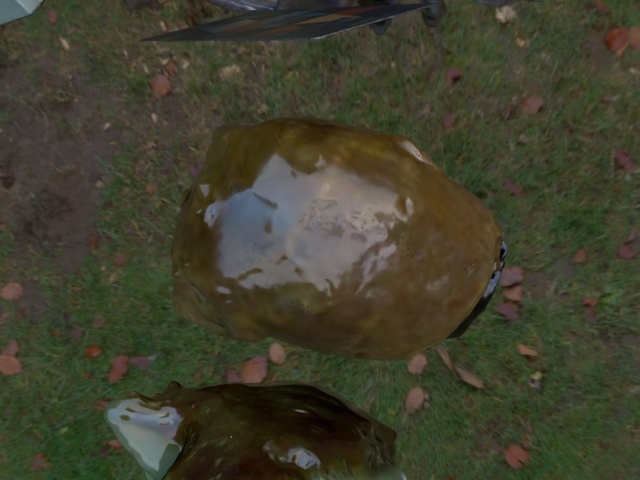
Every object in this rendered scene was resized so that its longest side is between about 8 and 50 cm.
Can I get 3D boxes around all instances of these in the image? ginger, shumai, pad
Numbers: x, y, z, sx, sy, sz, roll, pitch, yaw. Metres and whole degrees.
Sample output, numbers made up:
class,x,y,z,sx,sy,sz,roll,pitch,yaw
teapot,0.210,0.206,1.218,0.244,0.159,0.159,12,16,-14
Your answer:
class,x,y,z,sx,sy,sz,roll,pitch,yaw
ginger,0.001,-0.004,0.677,0.270,0.223,0.200,14,98,33
shumai,-0.058,0.267,0.556,0.324,0.397,0.323,6,102,31
pad,-0.031,-0.174,0.622,0.212,0.143,0.003,13,121,42

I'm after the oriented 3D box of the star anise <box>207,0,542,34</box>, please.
class,x,y,z,sx,sy,sz,roll,pitch,yaw
star anise,0.063,-0.304,0.728,0.360,0.316,0.139,14,50,-28

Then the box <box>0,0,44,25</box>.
class,x,y,z,sx,sy,sz,roll,pitch,yaw
box,-0.231,-0.295,0.489,0.118,0.225,0.225,3,58,42
